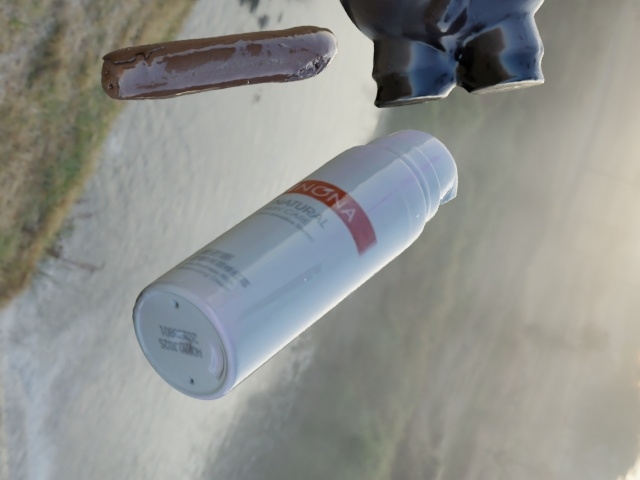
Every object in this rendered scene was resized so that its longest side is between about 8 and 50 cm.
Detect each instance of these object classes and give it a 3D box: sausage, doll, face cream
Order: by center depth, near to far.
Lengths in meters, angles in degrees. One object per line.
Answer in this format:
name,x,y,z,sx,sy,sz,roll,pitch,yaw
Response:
doll,0.069,-0.209,0.681,0.117,0.182,0.257,17,67,-77
sausage,-0.063,-0.124,0.828,0.186,0.043,0.043,-13,132,-32
face cream,0.000,0.000,0.955,0.345,0.102,0.102,-38,148,-45
